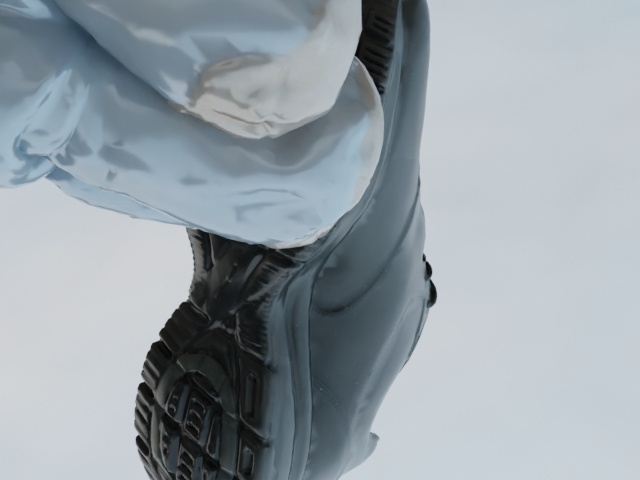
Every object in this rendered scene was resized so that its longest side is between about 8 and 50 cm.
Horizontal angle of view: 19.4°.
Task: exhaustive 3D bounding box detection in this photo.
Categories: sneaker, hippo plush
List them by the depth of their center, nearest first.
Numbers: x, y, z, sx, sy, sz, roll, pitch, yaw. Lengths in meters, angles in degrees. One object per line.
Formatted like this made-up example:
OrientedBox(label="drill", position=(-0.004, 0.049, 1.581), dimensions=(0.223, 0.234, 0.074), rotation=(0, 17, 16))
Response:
OrientedBox(label="hippo plush", position=(-0.132, -0.031, 0.639), dimensions=(0.234, 0.294, 0.236), rotation=(24, -111, 32))
OrientedBox(label="sneaker", position=(0.000, 0.000, 0.865), dimensions=(0.130, 0.286, 0.109), rotation=(-13, -141, -45))
